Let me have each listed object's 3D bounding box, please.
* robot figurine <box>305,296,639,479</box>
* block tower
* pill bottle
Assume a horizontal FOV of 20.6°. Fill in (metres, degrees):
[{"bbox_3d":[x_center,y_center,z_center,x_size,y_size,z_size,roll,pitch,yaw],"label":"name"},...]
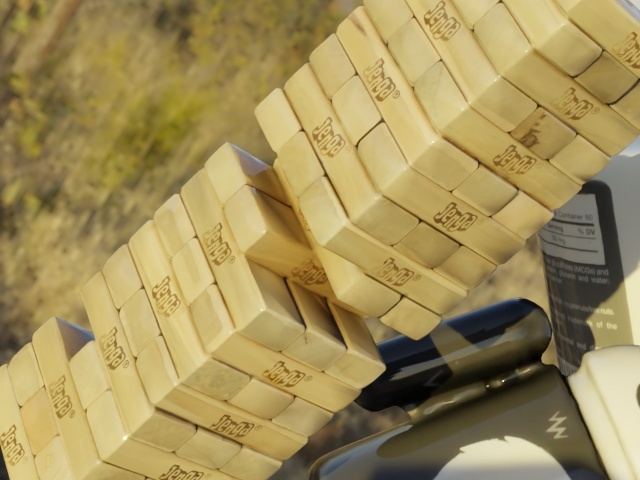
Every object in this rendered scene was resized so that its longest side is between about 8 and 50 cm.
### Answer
[{"bbox_3d":[0.098,0.163,0.909,0.174,0.278,0.209,-107,174,-52],"label":"robot figurine"},{"bbox_3d":[0.000,0.000,0.764,0.091,0.335,0.097,28,27,-45],"label":"block tower"},{"bbox_3d":[0.211,-0.011,1.073,0.162,0.279,0.162,-10,15,3],"label":"pill bottle"}]
